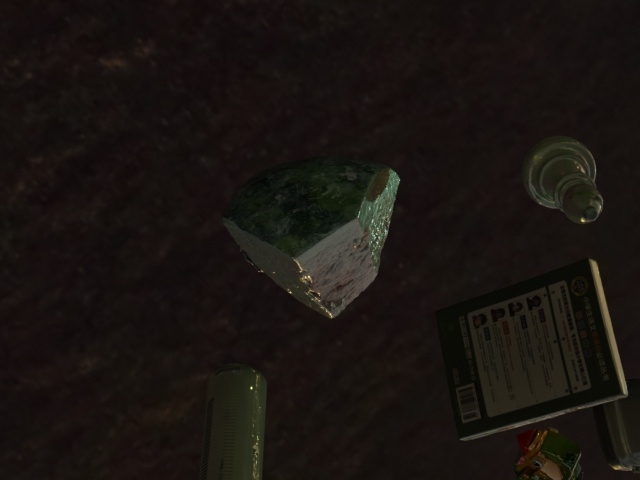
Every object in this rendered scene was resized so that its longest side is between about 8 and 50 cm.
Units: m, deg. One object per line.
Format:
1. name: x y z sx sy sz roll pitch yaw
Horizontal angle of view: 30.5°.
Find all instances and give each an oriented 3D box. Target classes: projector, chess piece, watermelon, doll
1. projector: -0.147 0.363 1.936 0.108 0.338 0.108 0 133 0
2. chess piece: 0.455 -0.091 2.113 0.139 0.272 0.139 -1 111 -3
3. watermelon: 0.000 0.000 1.914 0.387 0.228 0.258 -42 129 -60
4. doll: 0.387 0.381 1.950 0.106 0.134 0.186 -54 146 -28

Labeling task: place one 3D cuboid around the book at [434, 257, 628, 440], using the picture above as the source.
1. book: 0.295 0.159 1.685 0.264 0.202 0.027 -23 154 32

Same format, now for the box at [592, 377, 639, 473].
1. box: 0.533 0.283 1.827 0.210 0.148 0.129 10 153 -41
